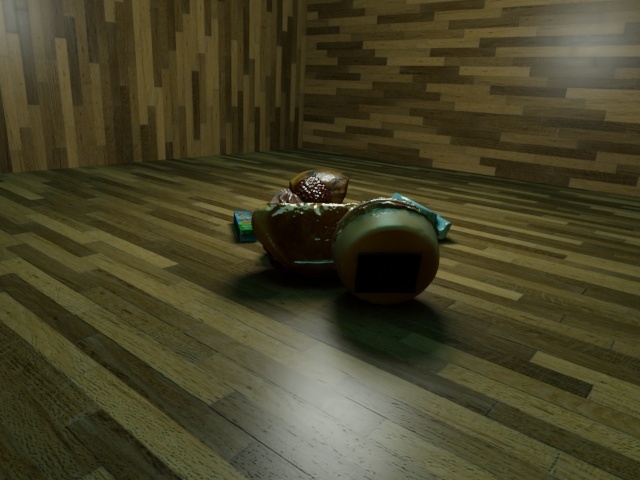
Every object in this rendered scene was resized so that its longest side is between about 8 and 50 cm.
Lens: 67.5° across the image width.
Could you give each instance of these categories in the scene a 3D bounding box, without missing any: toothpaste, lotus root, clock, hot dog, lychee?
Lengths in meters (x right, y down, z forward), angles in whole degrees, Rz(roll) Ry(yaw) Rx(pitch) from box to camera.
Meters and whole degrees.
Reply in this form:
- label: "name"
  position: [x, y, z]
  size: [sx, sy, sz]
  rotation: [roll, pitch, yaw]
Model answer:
- label: "toothpaste"
  position: [-0.290, -0.057, 1.836]
  size: [0.065, 0.050, 0.267]
  rotation: [1, 18, -15]
- label: "lotus root"
  position: [-0.010, -0.255, 2.307]
  size: [0.290, 0.193, 0.193]
  rotation: [4, 17, 3]
- label: "clock"
  position: [0.359, -0.106, 1.872]
  size: [0.274, 0.094, 0.223]
  rotation: [25, 8, -25]
- label: "hot dog"
  position: [0.000, -0.001, 1.423]
  size: [0.404, 0.223, 0.185]
  rotation: [-2, -3, -10]
- label: "lychee"
  position: [-0.040, -0.191, 2.097]
  size: [0.188, 0.188, 0.188]
  rotation: [3, 17, -1]

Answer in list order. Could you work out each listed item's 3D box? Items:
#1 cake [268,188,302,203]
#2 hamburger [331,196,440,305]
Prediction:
- label: "cake"
  position: [-0.146, -0.103, 1.804]
  size: [0.207, 0.178, 0.185]
  rotation: [-7, 21, -21]
- label: "hamburger"
  position: [0.173, 0.024, 1.258]
  size: [0.300, 0.300, 0.176]
  rotation: [1, 33, -6]
